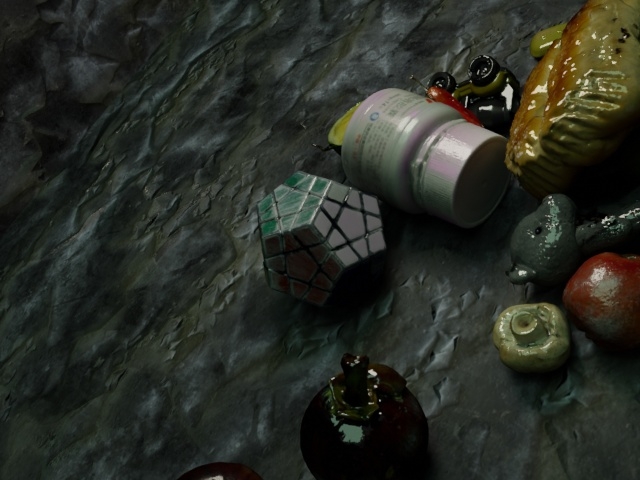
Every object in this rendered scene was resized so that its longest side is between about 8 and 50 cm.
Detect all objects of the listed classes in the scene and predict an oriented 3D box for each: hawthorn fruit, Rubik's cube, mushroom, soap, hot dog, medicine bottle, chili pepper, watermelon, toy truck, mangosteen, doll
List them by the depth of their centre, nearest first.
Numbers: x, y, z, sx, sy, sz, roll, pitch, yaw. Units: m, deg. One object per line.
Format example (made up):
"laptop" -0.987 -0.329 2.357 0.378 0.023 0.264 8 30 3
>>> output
"hawthorn fruit" 0.506 0.100 1.289 0.173 0.173 0.173 -21 44 21
"mangosteen" 0.065 0.315 1.334 0.231 0.289 0.231 -15 35 10
"mushroom" 0.378 0.173 1.357 0.148 0.112 0.148 -15 54 21
"doll" 0.500 -0.043 1.408 0.340 0.158 0.246 -32 8 25
"hot dog" 0.508 -0.259 1.476 0.365 0.196 0.367 -60 0 -41
"medicine bottle" 0.234 -0.181 1.680 0.325 0.256 0.256 30 74 40
"Rubik's cube" 0.000 0.000 1.682 0.319 0.319 0.264 -41 66 -1
"chili pepper" 0.312 -0.298 1.754 0.268 0.059 0.050 43 93 13
"toy truck" 0.368 -0.327 1.817 0.224 0.147 0.165 -13 69 32
"soap" 0.583 -0.496 1.867 0.140 0.045 0.089 -11 44 29
"watermelon" 0.125 -0.270 1.940 0.232 0.127 0.204 -44 33 -10

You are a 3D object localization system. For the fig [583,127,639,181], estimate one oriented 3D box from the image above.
"fig" 0.608 -0.177 1.485 0.259 0.151 0.151 -20 44 28

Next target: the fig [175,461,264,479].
"fig" -0.194 0.525 1.394 0.235 0.235 0.214 -46 3 -8
